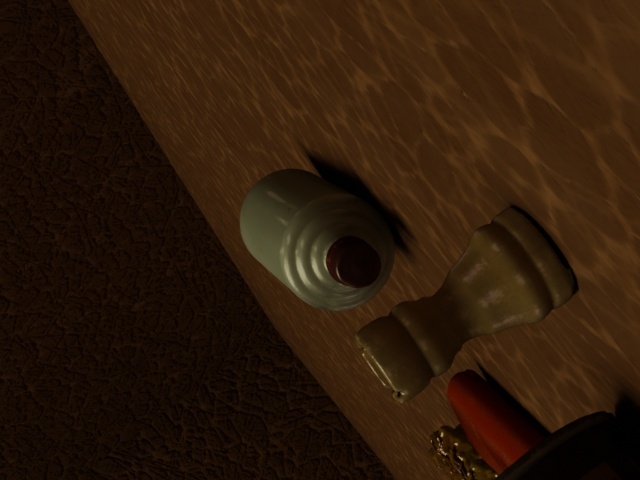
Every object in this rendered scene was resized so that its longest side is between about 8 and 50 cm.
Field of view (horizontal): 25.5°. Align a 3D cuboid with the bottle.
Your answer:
[{"bbox_3d":[0.000,0.000,1.269,0.104,0.104,0.245,55,174,-16],"label":"bottle"}]

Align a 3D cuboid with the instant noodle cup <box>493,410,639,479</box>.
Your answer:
[{"bbox_3d":[0.185,0.253,0.896,0.207,0.217,0.217,43,169,26],"label":"instant noodle cup"}]

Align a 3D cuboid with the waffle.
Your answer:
[{"bbox_3d":[0.224,0.318,1.536,0.293,0.069,0.260,56,171,2],"label":"waffle"}]

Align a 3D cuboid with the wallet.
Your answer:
[{"bbox_3d":[0.195,0.213,1.254,0.204,0.045,0.142,44,168,52],"label":"wallet"}]

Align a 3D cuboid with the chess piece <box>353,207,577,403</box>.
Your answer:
[{"bbox_3d":[0.082,0.042,0.821,0.066,0.122,0.066,52,173,9],"label":"chess piece"}]
